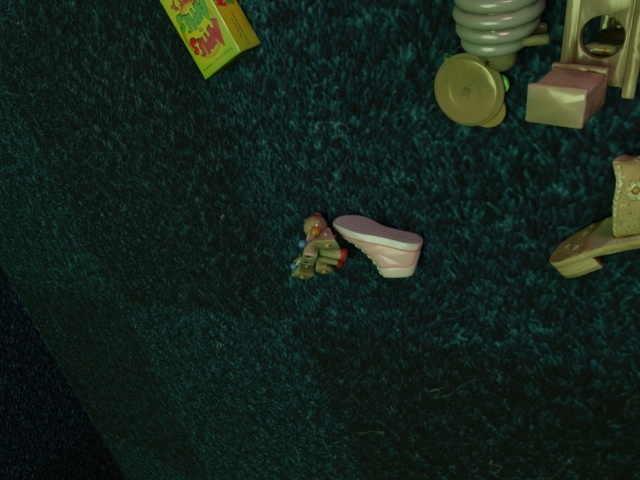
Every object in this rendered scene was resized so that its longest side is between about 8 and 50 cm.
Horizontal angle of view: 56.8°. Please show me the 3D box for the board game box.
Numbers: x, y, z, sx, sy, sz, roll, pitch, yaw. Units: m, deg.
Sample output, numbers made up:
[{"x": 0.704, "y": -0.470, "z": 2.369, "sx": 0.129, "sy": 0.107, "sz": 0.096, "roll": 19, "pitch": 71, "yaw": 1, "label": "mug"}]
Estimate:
[{"x": -0.165, "y": -0.323, "z": 0.798, "sx": 0.092, "sy": 0.043, "sz": 0.181, "roll": -17, "pitch": 107, "yaw": 47, "label": "board game box"}]

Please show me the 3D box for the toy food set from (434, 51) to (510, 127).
[{"x": 0.162, "y": -0.163, "z": 0.637, "sx": 0.083, "sy": 0.020, "sz": 0.082, "roll": 19, "pitch": 130, "yaw": 32, "label": "toy food set"}]

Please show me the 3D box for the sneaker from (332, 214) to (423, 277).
[{"x": 0.075, "y": 0.012, "z": 0.823, "sx": 0.134, "sy": 0.051, "sz": 0.070, "roll": 18, "pitch": 125, "yaw": 27, "label": "sneaker"}]

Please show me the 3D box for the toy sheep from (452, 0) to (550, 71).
[{"x": 0.165, "y": -0.218, "z": 0.545, "sx": 0.091, "sy": 0.091, "sz": 0.132, "roll": 15, "pitch": 134, "yaw": 34, "label": "toy sheep"}]

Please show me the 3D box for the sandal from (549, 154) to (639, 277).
[{"x": 0.293, "y": -0.041, "z": 0.557, "sx": 0.079, "sy": 0.088, "sz": 0.240, "roll": 44, "pitch": 145, "yaw": -2, "label": "sandal"}]

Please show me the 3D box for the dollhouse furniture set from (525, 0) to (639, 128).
[{"x": 0.263, "y": -0.154, "z": 0.426, "sx": 0.161, "sy": 0.182, "sz": 0.101, "roll": 17, "pitch": 129, "yaw": 34, "label": "dollhouse furniture set"}]

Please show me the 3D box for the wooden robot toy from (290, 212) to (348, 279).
[{"x": 0.000, "y": 0.000, "z": 0.885, "sx": 0.076, "sy": 0.078, "sz": 0.173, "roll": 8, "pitch": 157, "yaw": -7, "label": "wooden robot toy"}]
